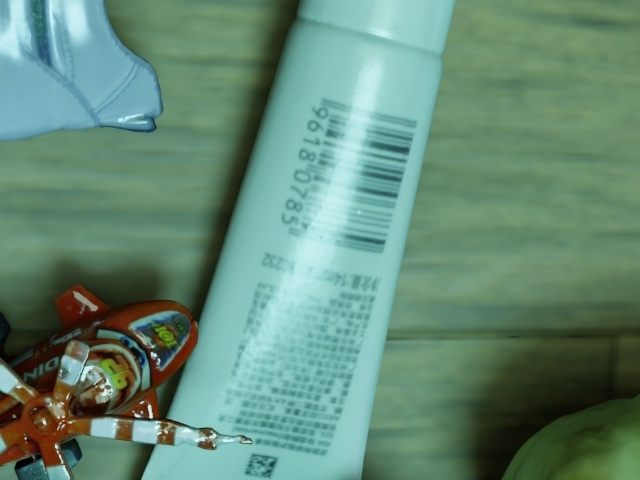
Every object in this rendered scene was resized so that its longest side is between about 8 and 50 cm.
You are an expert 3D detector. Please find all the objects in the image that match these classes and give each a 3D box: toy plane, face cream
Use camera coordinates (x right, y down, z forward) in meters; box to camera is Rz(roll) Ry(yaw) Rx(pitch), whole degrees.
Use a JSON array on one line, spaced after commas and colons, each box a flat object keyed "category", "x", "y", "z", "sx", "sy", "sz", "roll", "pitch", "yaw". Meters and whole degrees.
[{"category": "toy plane", "x": -0.128, "y": 0.083, "z": 0.470, "sx": 0.126, "sy": 0.077, "sz": 0.194, "roll": 42, "pitch": 93, "yaw": -9}, {"category": "face cream", "x": 0.000, "y": 0.000, "z": 0.501, "sx": 0.092, "sy": 0.058, "sz": 0.243, "roll": 12, "pitch": 98, "yaw": -19}]

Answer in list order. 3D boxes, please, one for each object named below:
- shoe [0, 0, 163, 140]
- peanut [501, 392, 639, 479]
[{"category": "shoe", "x": -0.110, "y": -0.147, "z": 0.445, "sx": 0.138, "sy": 0.095, "sz": 0.245, "roll": 6, "pitch": 97, "yaw": -17}, {"category": "peanut", "x": 0.219, "y": 0.133, "z": 0.519, "sx": 0.319, "sy": 0.147, "sz": 0.147, "roll": 19, "pitch": 91, "yaw": -16}]
